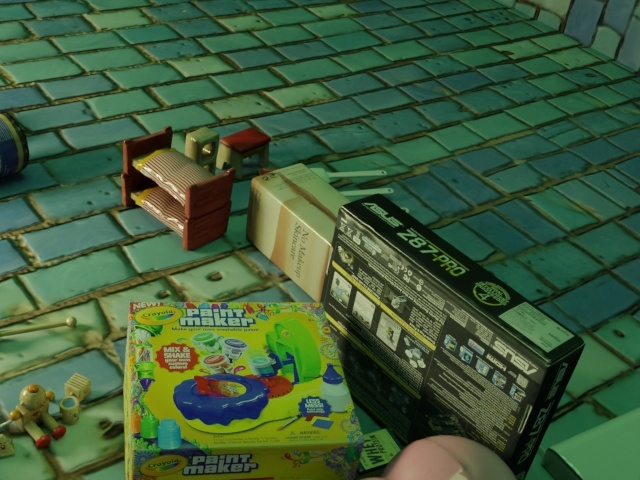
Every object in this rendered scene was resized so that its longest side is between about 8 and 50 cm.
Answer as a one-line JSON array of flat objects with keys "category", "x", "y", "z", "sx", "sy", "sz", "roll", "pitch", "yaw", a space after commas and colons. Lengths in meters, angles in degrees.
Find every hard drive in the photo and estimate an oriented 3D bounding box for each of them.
[{"category": "hard drive", "x": 0.551, "y": 0.360, "z": 1.331, "sx": 0.353, "sy": 0.047, "sz": 0.233, "roll": -13, "pitch": 42, "yaw": -31}]

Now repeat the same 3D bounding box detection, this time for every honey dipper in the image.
[{"category": "honey dipper", "x": -0.466, "y": 0.141, "z": 1.354, "sx": 0.160, "sy": 0.031, "sz": 0.030, "roll": -8, "pitch": 39, "yaw": -29}]

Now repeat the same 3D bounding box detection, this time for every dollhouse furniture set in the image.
[{"category": "dollhouse furniture set", "x": -0.199, "y": -0.146, "z": 1.728, "sx": 0.201, "sy": 0.152, "sz": 0.374, "roll": 32, "pitch": 40, "yaw": 26}]

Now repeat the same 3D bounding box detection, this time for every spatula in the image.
[{"category": "spatula", "x": 0.066, "y": -0.095, "z": 1.832, "sx": 0.241, "sy": 0.019, "sz": 0.168, "roll": -4, "pitch": 48, "yaw": -30}]

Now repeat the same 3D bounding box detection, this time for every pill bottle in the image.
[{"category": "pill bottle", "x": -0.683, "y": -0.161, "z": 1.633, "sx": 0.122, "sy": 0.123, "sz": 0.219, "roll": 33, "pitch": 41, "yaw": 28}]

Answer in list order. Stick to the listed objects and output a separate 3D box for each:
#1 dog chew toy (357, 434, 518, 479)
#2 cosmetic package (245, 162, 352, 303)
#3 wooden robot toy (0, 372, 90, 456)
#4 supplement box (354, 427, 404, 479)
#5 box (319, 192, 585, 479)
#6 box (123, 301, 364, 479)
[{"category": "dog chew toy", "x": 0.094, "y": 0.376, "z": 1.055, "sx": 0.331, "sy": 0.207, "sz": 0.207, "roll": -18, "pitch": 44, "yaw": -24}, {"category": "cosmetic package", "x": 0.000, "y": 0.000, "z": 1.586, "sx": 0.129, "sy": 0.153, "sz": 0.296, "roll": -21, "pitch": 45, "yaw": -36}, {"category": "wooden robot toy", "x": -0.390, "y": 0.233, "z": 1.203, "sx": 0.076, "sy": 0.079, "sz": 0.173, "roll": 31, "pitch": 40, "yaw": 26}, {"category": "supplement box", "x": 0.069, "y": 0.322, "z": 1.209, "sx": 0.083, "sy": 0.083, "sz": 0.056, "roll": -10, "pitch": 41, "yaw": -28}, {"category": "box", "x": 0.158, "y": 0.163, "z": 1.255, "sx": 0.097, "sy": 0.318, "sz": 0.395, "roll": -20, "pitch": 45, "yaw": -38}, {"category": "box", "x": -0.123, "y": 0.239, "z": 1.191, "sx": 0.289, "sy": 0.177, "sz": 0.279, "roll": 1, "pitch": 35, "yaw": -15}]
